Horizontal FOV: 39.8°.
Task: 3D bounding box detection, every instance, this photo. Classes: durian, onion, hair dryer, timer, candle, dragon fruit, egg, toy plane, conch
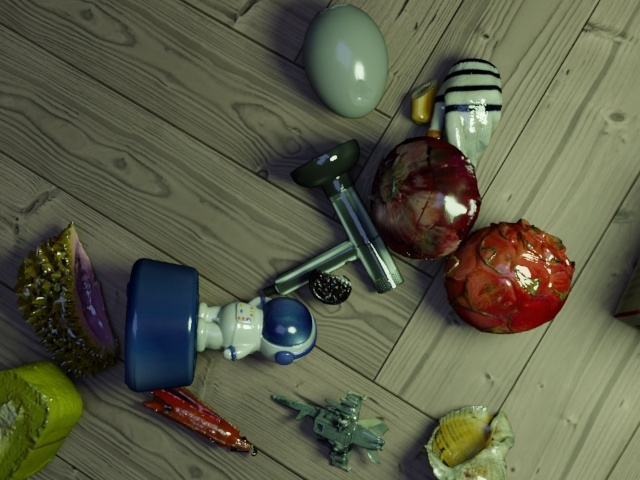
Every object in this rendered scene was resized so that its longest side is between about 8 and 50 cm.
[{"bbox_3d":[-0.565,0.145,1.898,0.191,0.112,0.341,-20,85,3],"label":"durian"},{"bbox_3d":[0.216,-0.082,1.722,0.219,0.252,0.252,5,85,-32],"label":"onion"},{"bbox_3d":[-0.007,-0.013,1.821,0.284,0.156,0.320,-19,91,-5],"label":"hair dryer"},{"bbox_3d":[-0.197,0.176,1.802,0.383,0.270,0.270,2,86,-7],"label":"timer"},{"bbox_3d":[-0.259,0.368,1.866,0.301,0.059,0.084,29,99,8],"label":"candle"},{"bbox_3d":[0.365,0.071,1.720,0.252,0.241,0.241,-24,83,3],"label":"dragon fruit"},{"bbox_3d":[0.053,-0.366,1.823,0.176,0.176,0.232,-10,86,7],"label":"egg"},{"bbox_3d":[0.011,0.376,1.816,0.262,0.088,0.192,15,115,12],"label":"toy plane"},{"bbox_3d":[0.296,0.428,1.744,0.178,0.163,0.245,41,61,-7],"label":"conch"}]

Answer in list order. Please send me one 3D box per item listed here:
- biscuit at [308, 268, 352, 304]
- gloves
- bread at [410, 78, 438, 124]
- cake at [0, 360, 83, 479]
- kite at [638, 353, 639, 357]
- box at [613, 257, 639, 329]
[{"bbox_3d":[0.018,0.091,1.808,0.087,0.027,0.089,-23,103,18],"label":"biscuit"},{"bbox_3d":[0.300,-0.252,1.795,0.140,0.131,0.219,14,65,-13],"label":"gloves"},{"bbox_3d":[0.216,-0.295,1.857,0.062,0.049,0.103,5,84,-34],"label":"bread"},{"bbox_3d":[-0.634,0.380,1.861,0.179,0.156,0.260,41,104,16],"label":"cake"},{"bbox_3d":[0.716,0.239,1.771,0.152,0.005,0.137,4,85,8],"label":"kite"},{"bbox_3d":[0.758,0.070,1.626,0.300,0.314,0.312,24,88,11],"label":"box"}]
